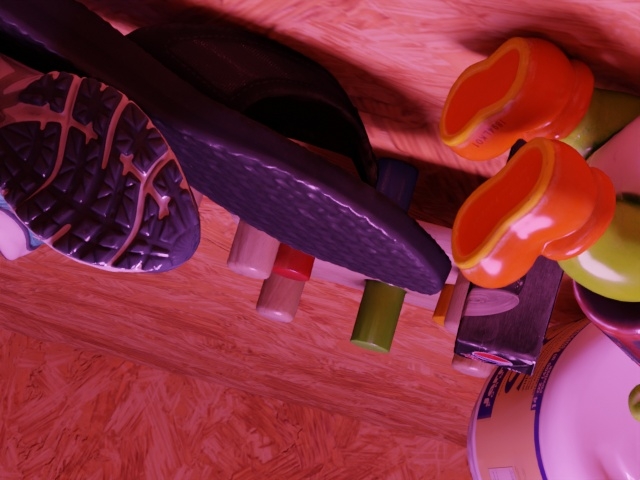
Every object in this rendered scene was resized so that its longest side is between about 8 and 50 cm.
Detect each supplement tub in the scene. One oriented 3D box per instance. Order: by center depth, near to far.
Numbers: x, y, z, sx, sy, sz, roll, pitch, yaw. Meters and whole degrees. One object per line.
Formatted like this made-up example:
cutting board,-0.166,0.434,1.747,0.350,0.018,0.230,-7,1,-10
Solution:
supplement tub,0.271,0.049,1.542,0.106,0.106,0.198,11,167,27
supplement tub,0.279,0.187,1.854,0.241,0.241,0.331,19,169,-9

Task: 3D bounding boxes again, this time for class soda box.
soda box,0.140,0.002,1.343,0.060,0.169,0.053,16,167,4

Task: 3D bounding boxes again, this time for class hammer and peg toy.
hammer and peg toy,0.000,0.000,1.651,0.361,0.127,0.266,16,169,8

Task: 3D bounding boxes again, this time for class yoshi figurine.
yoshi figurine,0.236,0.014,1.264,0.362,0.204,0.203,20,-175,-24

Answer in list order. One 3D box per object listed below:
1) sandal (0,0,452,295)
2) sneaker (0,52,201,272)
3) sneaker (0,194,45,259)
sandal,-0.078,-0.107,1.380,0.445,0.107,0.167,33,167,-12
sneaker,-0.181,-0.065,1.349,0.283,0.110,0.122,33,-179,24
sneaker,-0.284,-0.068,1.903,0.110,0.107,0.275,-13,162,1
